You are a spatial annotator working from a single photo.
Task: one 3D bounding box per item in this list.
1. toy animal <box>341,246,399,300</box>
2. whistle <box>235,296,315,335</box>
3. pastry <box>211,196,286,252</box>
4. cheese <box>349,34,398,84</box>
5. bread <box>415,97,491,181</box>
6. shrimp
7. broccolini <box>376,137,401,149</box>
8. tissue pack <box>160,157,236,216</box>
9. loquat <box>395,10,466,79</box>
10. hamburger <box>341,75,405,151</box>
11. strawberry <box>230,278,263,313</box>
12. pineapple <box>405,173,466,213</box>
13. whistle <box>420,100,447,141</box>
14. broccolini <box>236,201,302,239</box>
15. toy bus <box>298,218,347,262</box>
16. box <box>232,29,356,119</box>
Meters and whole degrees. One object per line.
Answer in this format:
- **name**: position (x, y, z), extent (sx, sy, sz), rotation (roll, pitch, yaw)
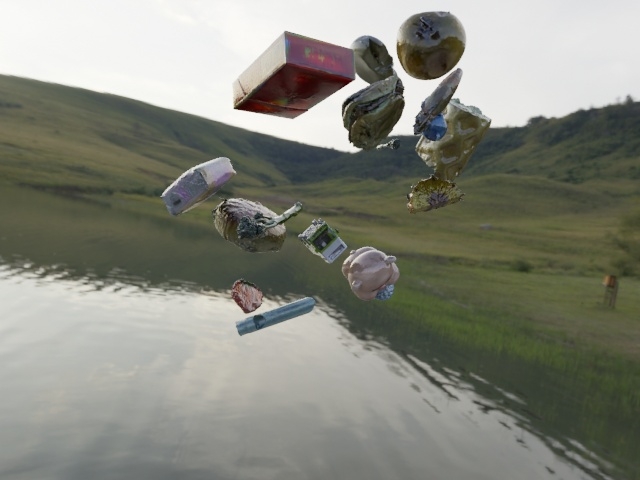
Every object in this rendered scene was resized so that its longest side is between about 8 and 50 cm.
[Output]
- **toy animal**: position (0.196, 0.119, 1.908), extent (0.221, 0.210, 0.229), rotation (51, -1, 38)
- **whistle**: position (-0.164, 0.284, 1.770), extent (0.312, 0.062, 0.062), rotation (-19, 3, -2)
- **pastry**: position (-0.285, -0.067, 1.976), extent (0.330, 0.136, 0.329), rotation (22, 23, -10)
- **cheese**: position (0.171, -0.612, 1.595), extent (0.175, 0.091, 0.202), rotation (37, -3, 26)
- **bread**: position (0.487, -0.377, 1.726), extent (0.196, 0.252, 0.238), rotation (11, 35, -25)
- **shrimp**: position (0.279, -0.336, 1.172), extent (0.052, 0.251, 0.143), rotation (43, -27, -3)
- **broccolini**: position (0.224, -0.310, 1.551), extent (0.030, 0.035, 0.140), rotation (-28, 10, -16)
- **tissue pack**: position (-0.462, -0.213, 1.787), extent (0.215, 0.123, 0.256), rotation (-32, 11, 22)
- **loquat**: position (0.336, -0.593, 1.432), extent (0.213, 0.213, 0.213), rotation (9, 2, 0)
- **hamburger**: position (0.146, -0.366, 1.323), extent (0.130, 0.206, 0.183), rotation (44, -17, 17)
- **strawberry**: position (-0.299, 0.239, 1.903), extent (0.147, 0.082, 0.187), rotation (20, 26, -23)
- **pineapple**: position (0.432, -0.192, 1.822), extent (0.233, 0.135, 0.079), rotation (-12, -23, -8)
- **whistle**: position (0.359, -0.372, 1.505), extent (0.090, 0.090, 0.158), rotation (9, 46, -15)
- **broccolini**: position (-0.160, -0.084, 1.571), extent (0.079, 0.074, 0.392), rotation (4, 18, 19)
- **toy bus**: position (0.000, 0.000, 1.788), extent (0.139, 0.113, 0.302), rotation (47, -5, -7)
- **box**: position (-0.080, -0.414, 1.226), extent (0.197, 0.089, 0.313), rotation (-1, -5, -33)
